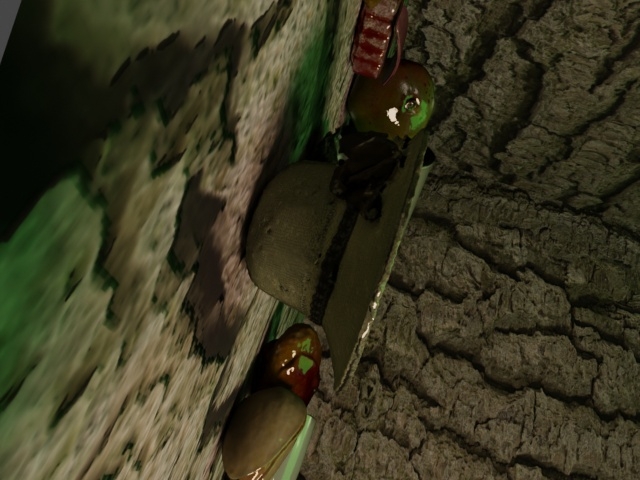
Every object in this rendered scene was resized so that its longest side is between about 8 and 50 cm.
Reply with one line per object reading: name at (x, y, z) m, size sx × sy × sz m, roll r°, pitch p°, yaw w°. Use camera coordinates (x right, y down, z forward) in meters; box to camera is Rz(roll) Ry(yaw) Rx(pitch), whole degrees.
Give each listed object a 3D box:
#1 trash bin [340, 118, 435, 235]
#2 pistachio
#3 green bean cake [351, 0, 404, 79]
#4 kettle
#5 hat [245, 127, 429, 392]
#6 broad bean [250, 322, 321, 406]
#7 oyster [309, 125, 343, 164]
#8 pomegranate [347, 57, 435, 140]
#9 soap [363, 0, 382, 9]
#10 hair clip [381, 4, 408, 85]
trash bin at (0.119, -0.111, 1.010) m, size 0.277 × 0.218 × 0.262 m, roll -118°, pitch -145°, yaw -45°
pistachio at (-0.095, 0.323, 0.712) m, size 0.184 × 0.125 × 0.124 m, roll -63°, pitch 171°, yaw -54°
green bean cake at (0.093, -0.346, 0.685) m, size 0.135 × 0.057 × 0.135 m, roll 106°, pitch 4°, yaw -50°
kettle at (-0.134, 0.500, 0.998) m, size 0.221 × 0.161 × 0.236 m, roll 58°, pitch 47°, yaw -49°
hat at (0.000, 0.000, 0.412) m, size 0.257 × 0.130 × 0.256 m, roll 18°, pitch 90°, yaw -86°
broad bean at (-0.070, 0.266, 0.856) m, size 0.156 × 0.122 × 0.228 m, roll -17°, pitch 126°, yaw -48°
oyster at (0.009, -0.060, 0.609) m, size 0.199 × 0.087 × 0.251 m, roll 71°, pitch 30°, yaw -69°
pomegranate at (0.131, -0.283, 0.889) m, size 0.210 × 0.180 × 0.179 m, roll 26°, pitch -81°, yaw 64°
soap at (0.103, -0.455, 0.396) m, size 0.339 × 0.304 × 0.169 m, roll -31°, pitch -160°, yaw 19°
hair clip at (0.118, -0.299, 0.674) m, size 0.137 × 0.022 × 0.054 m, roll 97°, pitch 10°, yaw -72°
